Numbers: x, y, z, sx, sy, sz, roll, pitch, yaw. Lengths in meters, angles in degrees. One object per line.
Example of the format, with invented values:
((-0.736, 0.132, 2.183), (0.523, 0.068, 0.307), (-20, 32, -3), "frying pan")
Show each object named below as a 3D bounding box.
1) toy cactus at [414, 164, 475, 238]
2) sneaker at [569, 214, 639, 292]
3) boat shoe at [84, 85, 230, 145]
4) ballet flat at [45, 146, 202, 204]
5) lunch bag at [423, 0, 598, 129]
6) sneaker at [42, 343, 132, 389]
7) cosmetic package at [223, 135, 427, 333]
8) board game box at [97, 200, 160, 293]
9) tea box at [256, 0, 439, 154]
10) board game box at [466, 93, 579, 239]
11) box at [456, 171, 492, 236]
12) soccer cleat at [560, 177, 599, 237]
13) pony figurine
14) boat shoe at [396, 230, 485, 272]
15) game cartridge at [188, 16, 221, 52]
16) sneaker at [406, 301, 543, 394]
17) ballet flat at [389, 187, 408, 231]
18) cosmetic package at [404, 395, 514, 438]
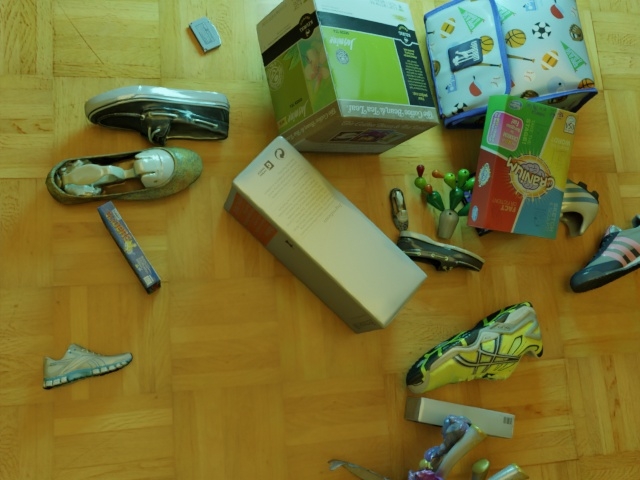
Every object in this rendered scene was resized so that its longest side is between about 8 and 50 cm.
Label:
((0.334, -0.097, 1.706), (0.218, 0.112, 0.181), (14, 104, 0), "toy cactus")
((0.774, 0.035, 1.795), (0.318, 0.112, 0.131), (-21, 68, -19), "sneaker")
((-0.370, -0.282, 1.559), (0.334, 0.121, 0.119), (-5, 76, -17), "boat shoe")
((-0.438, -0.150, 1.507), (0.348, 0.123, 0.123), (-10, 81, -11), "ballet flat")
((0.480, -0.474, 1.756), (0.385, 0.239, 0.328), (-8, 81, 1), "lunch bag")
((-0.505, 0.258, 1.446), (0.190, 0.071, 0.083), (-12, 76, -16), "sneaker")
((0.000, 0.000, 1.538), (0.453, 0.230, 0.161), (43, 73, -1), "cosmetic package")
((-0.419, 0.020, 1.479), (0.035, 0.136, 0.201), (-32, 88, -17), "board game box")
((0.064, -0.387, 1.576), (0.328, 0.220, 0.324), (-4, 77, -42), "tea box")
((0.495, -0.173, 1.637), (0.242, 0.064, 0.317), (7, 95, -27), "board game box")
((0.436, -0.105, 1.768), (0.116, 0.029, 0.162), (-24, 86, -16), "box")
((0.586, -0.132, 1.764), (0.331, 0.116, 0.143), (31, 73, -6), "soccer cleat")
((0.236, 0.556, 1.463), (0.363, 0.303, 0.351), (-47, 118, -4), "pony figurine")
((0.298, 0.043, 1.681), (0.227, 0.081, 0.069), (18, 78, -2), "boat shoe")
((-0.287, -0.517, 1.684), (0.056, 0.017, 0.083), (-29, 87, -14), "game cartridge")
((0.385, 0.284, 1.617), (0.384, 0.145, 0.147), (-25, 85, -16), "sneaker")
((0.201, -0.080, 1.700), (0.041, 0.041, 0.115), (-10, 81, -15), "ballet flat")
((0.329, 0.422, 1.599), (0.238, 0.099, 0.061), (13, 78, -10), "cosmetic package")
